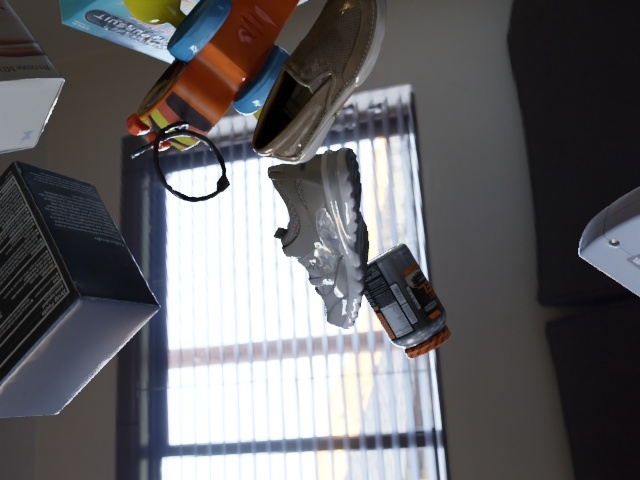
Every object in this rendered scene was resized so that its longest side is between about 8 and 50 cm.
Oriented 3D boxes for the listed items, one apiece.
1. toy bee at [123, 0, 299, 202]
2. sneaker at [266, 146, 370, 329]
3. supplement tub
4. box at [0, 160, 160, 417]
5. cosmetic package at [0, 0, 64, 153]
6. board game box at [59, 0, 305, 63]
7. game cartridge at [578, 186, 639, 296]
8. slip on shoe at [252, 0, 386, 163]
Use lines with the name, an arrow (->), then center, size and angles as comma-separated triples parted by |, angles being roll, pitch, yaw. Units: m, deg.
toy bee -> -0.118, -0.157, 0.676 | 0.298, 0.162, 0.195 | -45, -72, -40
sneaker -> 0.000, 0.000, 0.943 | 0.105, 0.115, 0.281 | -77, -16, -50
supplement tub -> 0.152, 0.111, 1.341 | 0.190, 0.117, 0.117 | 59, -163, 0
box -> -0.468, 0.088, 1.216 | 0.182, 0.296, 0.294 | 19, -148, -57
cosmetic package -> -0.466, -0.250, 0.889 | 0.296, 0.129, 0.153 | 51, -144, 11
board game box -> -0.201, -0.400, 1.159 | 0.253, 0.336, 0.079 | 8, -110, -54
game cartridge -> 0.457, -0.007, 0.840 | 0.198, 0.297, 0.062 | 35, -119, -14
slip on shoe -> -0.004, -0.110, 0.479 | 0.041, 0.135, 0.051 | -3, -136, -47
